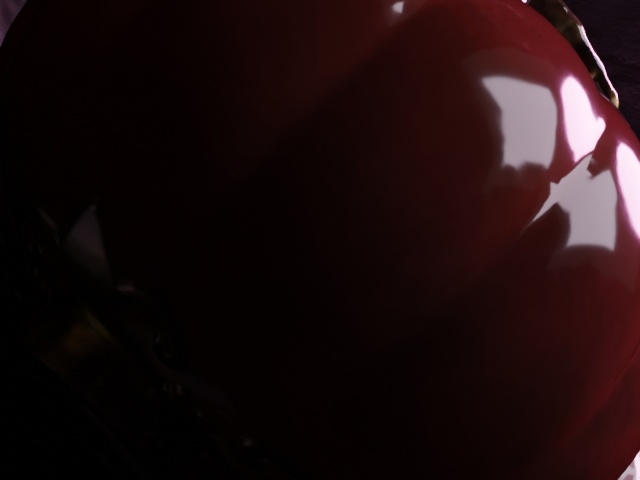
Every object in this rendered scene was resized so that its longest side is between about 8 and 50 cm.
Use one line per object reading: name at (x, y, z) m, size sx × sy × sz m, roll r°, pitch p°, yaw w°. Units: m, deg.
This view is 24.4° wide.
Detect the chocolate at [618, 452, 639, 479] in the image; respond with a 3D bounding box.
chocolate at (0.135, 0.194, 0.933) m, size 0.283 × 0.283 × 0.186 m, roll 56°, pitch 21°, yaw -49°

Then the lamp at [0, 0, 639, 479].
lamp at (0.000, 0.000, 0.602) m, size 0.303 × 0.257 × 0.303 m, roll 40°, pitch -22°, yaw 20°
